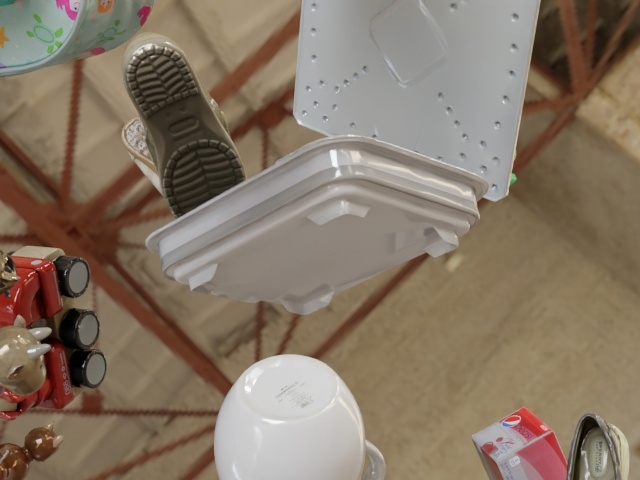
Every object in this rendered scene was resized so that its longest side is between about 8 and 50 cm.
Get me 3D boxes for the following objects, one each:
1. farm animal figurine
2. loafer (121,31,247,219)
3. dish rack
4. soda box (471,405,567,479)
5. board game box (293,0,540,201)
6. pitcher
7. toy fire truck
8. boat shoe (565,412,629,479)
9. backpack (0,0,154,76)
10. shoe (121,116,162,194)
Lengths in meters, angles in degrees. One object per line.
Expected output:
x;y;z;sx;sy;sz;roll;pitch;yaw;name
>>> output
-0.384;0.103;1.507;0.172;0.330;0.327;-33;-35;13;farm animal figurine
-0.151;-0.127;1.591;0.102;0.092;0.268;-16;-51;0;loafer
0.000;0.000;1.587;0.333;0.072;0.285;-26;-26;37;dish rack
0.283;0.345;1.761;0.083;0.092;0.263;-28;-69;-8;soda box
0.139;-0.297;2.049;0.050;0.390;0.390;-29;-46;-46;board game box
-0.008;0.189;1.210;0.178;0.125;0.207;-34;-42;-37;pitcher
-0.430;0.144;1.892;0.246;0.158;0.217;-40;-50;-55;toy fire truck
0.208;0.204;1.074;0.056;0.152;0.049;-19;-39;27;boat shoe
-0.243;-0.250;1.065;0.191;0.225;0.253;-36;-59;-56;backpack
-0.185;-0.084;1.935;0.076;0.219;0.058;-42;-13;-14;shoe
